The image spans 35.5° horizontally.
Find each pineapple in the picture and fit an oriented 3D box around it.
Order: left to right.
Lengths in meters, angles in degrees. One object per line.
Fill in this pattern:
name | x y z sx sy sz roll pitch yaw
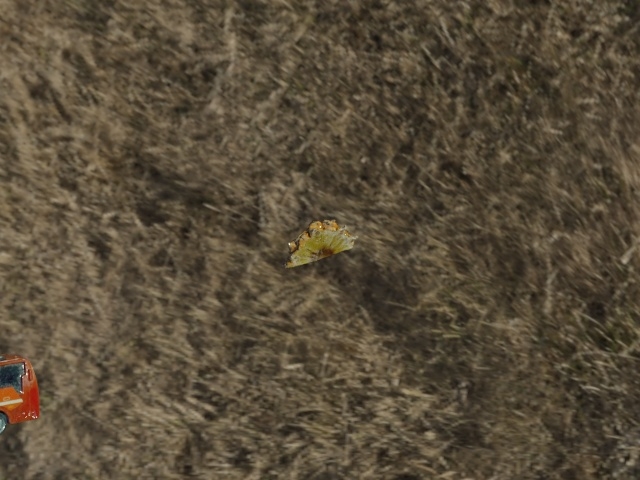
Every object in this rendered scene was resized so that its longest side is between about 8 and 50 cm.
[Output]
pineapple | 0.000 0.000 1.021 0.019 0.083 0.045 45 141 44

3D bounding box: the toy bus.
toy bus | -0.197 0.083 0.510 0.031 0.110 0.043 -1 93 39
